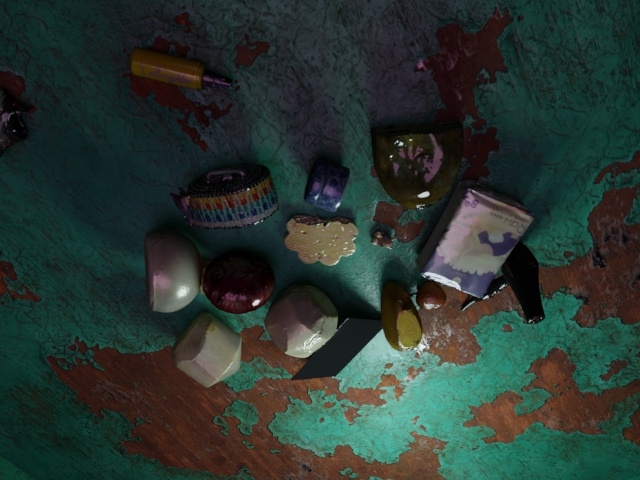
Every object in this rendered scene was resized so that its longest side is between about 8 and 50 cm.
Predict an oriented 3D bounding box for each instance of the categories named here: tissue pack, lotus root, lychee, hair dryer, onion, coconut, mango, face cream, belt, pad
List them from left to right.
[{"bbox_3d":[-0.386,-0.474,1.229,0.274,0.078,0.078,12,118,-5],"label":"face cream"},{"bbox_3d":[-0.406,0.415,1.620,0.244,0.239,0.239,42,111,-13],"label":"coconut"},{"bbox_3d":[-0.281,-0.147,1.334,0.295,0.206,0.160,-1,123,19],"label":"belt"},{"bbox_3d":[-0.275,0.142,1.464,0.247,0.246,0.190,18,124,-8],"label":"onion"},{"bbox_3d":[-0.079,0.292,1.540,0.245,0.245,0.247,40,105,-18],"label":"coconut"},{"bbox_3d":[0.076,0.420,1.663,0.248,0.007,0.367,14,123,-43],"label":"pad"},{"bbox_3d":[0.286,0.277,1.573,0.130,0.167,0.261,-18,112,-17],"label":"mango"},{"bbox_3d":[0.291,-0.212,1.317,0.267,0.149,0.260,-2,117,6],"label":"lotus root"},{"bbox_3d":[0.378,0.201,1.558,0.140,0.101,0.114,6,104,13],"label":"lychee"},{"bbox_3d":[0.499,-0.004,1.427,0.243,0.125,0.343,21,116,-5],"label":"tissue pack"},{"bbox_3d":[0.607,0.195,1.488,0.120,0.303,0.359,17,141,-19],"label":"hair dryer"}]

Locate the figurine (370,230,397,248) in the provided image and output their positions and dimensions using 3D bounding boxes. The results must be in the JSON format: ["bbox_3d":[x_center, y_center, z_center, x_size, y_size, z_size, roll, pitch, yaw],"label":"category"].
[{"bbox_3d":[0.215,-0.006,1.488,0.084,0.047,0.050,13,103,2],"label":"figurine"}]

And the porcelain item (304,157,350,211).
[{"bbox_3d":[0.015,-0.171,1.341,0.114,0.147,0.147,18,117,-9],"label":"porcelain item"}]

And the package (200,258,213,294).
[{"bbox_3d":[-0.394,0.137,1.572,0.071,0.047,0.131,10,120,-1],"label":"package"}]

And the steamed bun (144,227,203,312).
[{"bbox_3d":[-0.483,0.096,1.437,0.177,0.283,0.282,-3,121,-25],"label":"steamed bun"}]

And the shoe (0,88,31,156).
[{"bbox_3d":[-0.951,-0.336,1.312,0.112,0.099,0.227,17,117,-16],"label":"shoe"}]

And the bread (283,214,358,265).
[{"bbox_3d":[0.000,0.000,1.495,0.251,0.039,0.181,4,119,-1],"label":"bread"}]
